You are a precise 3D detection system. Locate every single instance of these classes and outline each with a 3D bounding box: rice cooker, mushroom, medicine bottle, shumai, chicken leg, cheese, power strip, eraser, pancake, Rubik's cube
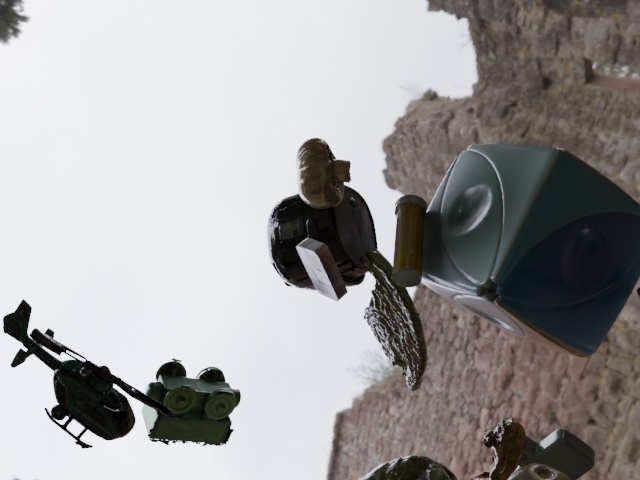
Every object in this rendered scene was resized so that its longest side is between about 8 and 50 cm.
[{"bbox_3d":[0.000,0.000,1.583,0.267,0.225,0.267,38,-137,-48],"label":"rice cooker"},{"bbox_3d":[0.007,-0.142,1.366,0.154,0.123,0.154,-10,-90,-74],"label":"mushroom"},{"bbox_3d":[0.192,-0.001,1.397,0.218,0.074,0.074,-80,-23,-43],"label":"medicine bottle"},{"bbox_3d":[0.128,0.415,0.917,0.201,0.201,0.120,-48,-57,-24],"label":"shumai"},{"bbox_3d":[0.451,0.548,1.627,0.085,0.101,0.207,11,-87,-78],"label":"chicken leg"},{"bbox_3d":[0.495,0.638,1.512,0.235,0.117,0.218,-45,-53,-10],"label":"cheese"},{"bbox_3d":[0.601,0.609,1.789,0.265,0.194,0.059,-57,-4,35],"label":"power strip"},{"bbox_3d":[0.003,0.048,1.066,0.026,0.065,0.105,-39,-57,-25],"label":"eraser"},{"bbox_3d":[0.173,0.191,1.506,0.054,0.197,0.376,-26,-68,-31],"label":"pancake"},{"bbox_3d":[0.443,0.014,1.403,0.352,0.347,0.351,28,-94,-25],"label":"Rubik's cube"}]

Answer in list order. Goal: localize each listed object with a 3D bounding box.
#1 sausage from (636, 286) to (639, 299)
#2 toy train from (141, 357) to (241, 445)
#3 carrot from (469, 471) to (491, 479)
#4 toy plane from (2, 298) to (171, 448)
[{"bbox_3d":[0.559,0.111,1.090,0.116,0.026,0.026,40,-104,-42],"label":"sausage"},{"bbox_3d":[-0.354,0.447,1.764,0.272,0.159,0.188,14,-74,-31],"label":"toy train"},{"bbox_3d":[0.481,0.773,1.770,0.102,0.102,0.262,-12,-92,-47],"label":"carrot"},{"bbox_3d":[-0.495,0.283,1.312,0.155,0.382,0.106,-49,1,22],"label":"toy plane"}]
